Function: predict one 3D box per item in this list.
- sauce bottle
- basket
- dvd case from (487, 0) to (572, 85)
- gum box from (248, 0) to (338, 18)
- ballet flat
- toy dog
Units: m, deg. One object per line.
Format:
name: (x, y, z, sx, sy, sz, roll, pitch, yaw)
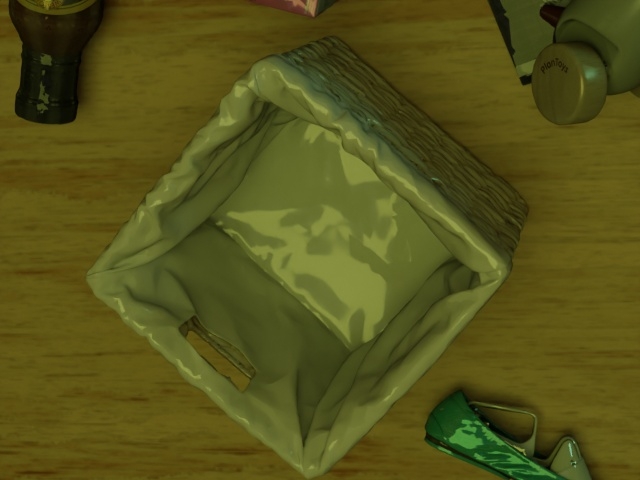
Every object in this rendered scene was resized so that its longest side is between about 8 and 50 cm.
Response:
sauce bottle: (-0.283, -0.299, 1.802, 0.111, 0.111, 0.344, 11, 110, 11)
basket: (0.000, 0.000, 1.738, 0.328, 0.266, 0.331, 41, 113, -1)
dvd case: (0.246, -0.291, 1.715, 0.164, 0.018, 0.221, -20, 101, 19)
gum box: (-0.031, -0.284, 1.697, 0.107, 0.188, 0.062, 14, 110, 9)
ballet flat: (0.239, 0.244, 1.856, 0.247, 0.083, 0.087, 29, 98, 2)
toy dog: (0.300, -0.274, 1.609, 0.161, 0.220, 0.333, 49, 118, 36)
